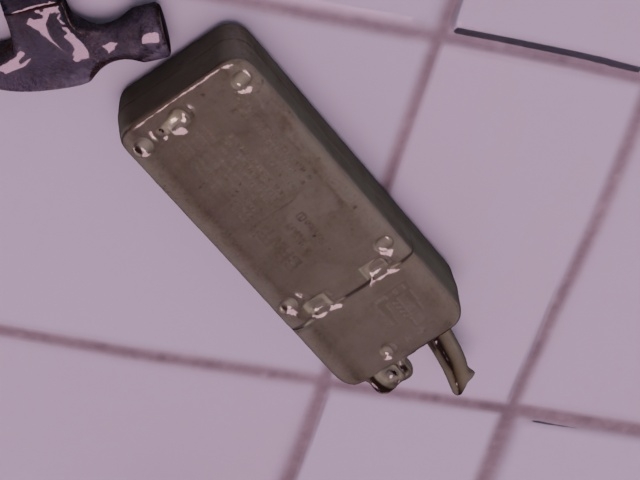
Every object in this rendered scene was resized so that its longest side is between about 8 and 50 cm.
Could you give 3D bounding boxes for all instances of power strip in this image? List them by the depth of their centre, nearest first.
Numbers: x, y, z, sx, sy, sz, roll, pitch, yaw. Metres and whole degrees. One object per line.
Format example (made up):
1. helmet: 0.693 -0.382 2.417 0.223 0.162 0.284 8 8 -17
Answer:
1. power strip: 0.000 0.000 1.131 0.093 0.053 0.288 -33 122 14

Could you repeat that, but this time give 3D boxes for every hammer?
1. hammer: -0.179 -0.203 0.983 0.137 0.037 0.290 -14 125 1
